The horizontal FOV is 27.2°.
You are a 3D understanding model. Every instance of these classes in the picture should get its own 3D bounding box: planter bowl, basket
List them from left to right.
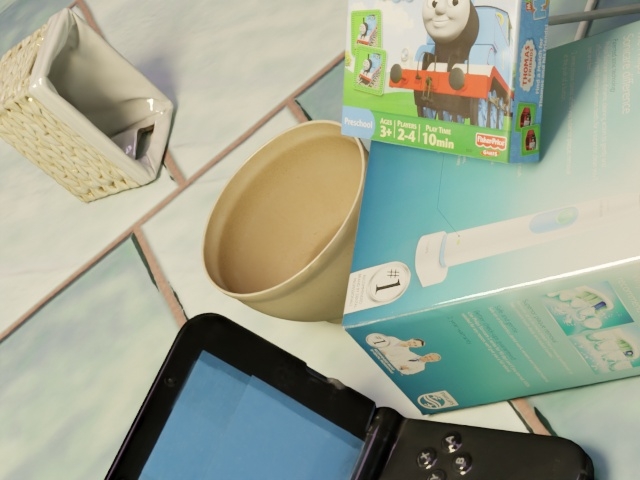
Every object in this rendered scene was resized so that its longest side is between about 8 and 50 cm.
[{"bbox_3d":[-0.247,-0.131,1.339,0.103,0.167,0.113,-20,44,32],"label":"basket"},{"bbox_3d":[0.000,0.000,1.055,0.162,0.109,0.162,-25,44,27],"label":"planter bowl"}]

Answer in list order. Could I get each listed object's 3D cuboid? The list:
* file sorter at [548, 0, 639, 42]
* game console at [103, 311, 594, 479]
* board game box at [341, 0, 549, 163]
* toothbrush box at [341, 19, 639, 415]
[{"bbox_3d":[0.221,-0.279,1.005,0.173,0.278,0.193,-3,53,43],"label":"file sorter"},{"bbox_3d":[-0.005,0.210,0.825,0.250,0.173,0.293,1,56,40],"label":"game console"},{"bbox_3d":[0.085,-0.168,0.900,0.160,0.039,0.211,14,105,46],"label":"board game box"},{"bbox_3d":[0.181,-0.022,0.917,0.295,0.126,0.216,-17,45,29],"label":"toothbrush box"}]
